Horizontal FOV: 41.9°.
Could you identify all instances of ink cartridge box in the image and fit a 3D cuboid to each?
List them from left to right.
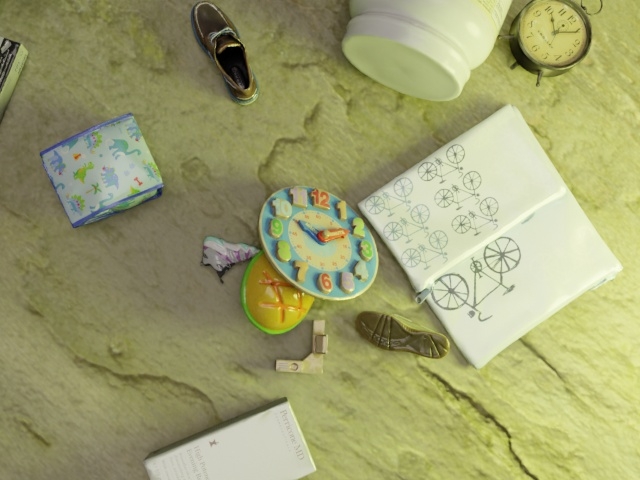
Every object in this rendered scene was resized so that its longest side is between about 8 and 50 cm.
[{"bbox_3d":[-0.539,-0.220,1.291,0.097,0.046,0.207,19,83,-2],"label":"ink cartridge box"}]

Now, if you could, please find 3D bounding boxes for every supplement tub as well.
[{"bbox_3d":[0.185,-0.406,1.292,0.235,0.235,0.325,24,82,-3],"label":"supplement tub"}]

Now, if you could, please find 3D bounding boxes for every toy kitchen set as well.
[{"bbox_3d":[-0.029,0.163,1.293,0.075,0.068,0.083,4,83,-6],"label":"toy kitchen set"}]

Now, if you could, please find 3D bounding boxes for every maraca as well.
[{"bbox_3d":[-0.053,0.057,1.289,0.127,0.099,0.186,47,60,-26],"label":"maraca"}]

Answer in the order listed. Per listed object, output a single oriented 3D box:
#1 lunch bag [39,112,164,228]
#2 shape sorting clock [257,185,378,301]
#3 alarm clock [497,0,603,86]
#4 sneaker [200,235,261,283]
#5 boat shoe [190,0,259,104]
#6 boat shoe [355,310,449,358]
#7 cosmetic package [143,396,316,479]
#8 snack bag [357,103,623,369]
[{"bbox_3d":[-0.333,-0.103,1.276,0.151,0.096,0.129,-25,87,-18],"label":"lunch bag"},{"bbox_3d":[0.000,0.000,1.276,0.206,0.040,0.206,19,45,-20],"label":"shape sorting clock"},{"bbox_3d":[0.396,-0.350,1.396,0.192,0.064,0.129,-37,89,-6],"label":"alarm clock"},{"bbox_3d":[-0.141,0.036,1.313,0.098,0.038,0.069,12,85,4],"label":"sneaker"},{"bbox_3d":[-0.148,-0.308,1.331,0.066,0.066,0.183,-30,88,-9],"label":"boat shoe"},{"bbox_3d":[0.129,0.148,1.329,0.153,0.048,0.056,14,95,2],"label":"boat shoe"},{"bbox_3d":[-0.134,0.333,1.257,0.231,0.085,0.117,-23,87,-7],"label":"cosmetic package"},{"bbox_3d":[0.280,-0.004,1.361,0.323,0.037,0.343,-33,88,-9],"label":"snack bag"}]
